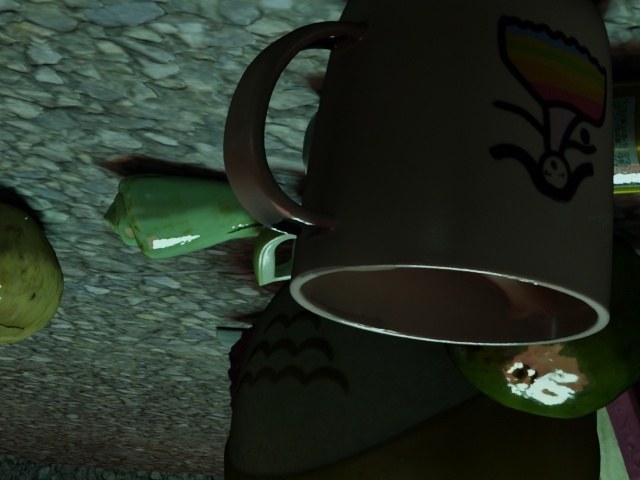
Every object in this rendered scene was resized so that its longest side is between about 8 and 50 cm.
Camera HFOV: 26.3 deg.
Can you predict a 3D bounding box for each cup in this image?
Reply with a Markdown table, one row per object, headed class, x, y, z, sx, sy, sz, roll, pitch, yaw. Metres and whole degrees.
| class | x | y | z | sx | sy | sz | roll | pitch | yaw |
| --- | --- | --- | --- | --- | --- | --- | --- | --- | --- |
| cup | 0.060 | -0.060 | 0.832 | 0.253 | 0.200 | 0.191 | 15 | 162 | -28 |

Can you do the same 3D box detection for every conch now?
| class | x | y | z | sx | sy | sz | roll | pitch | yaw |
| --- | --- | --- | --- | --- | --- | --- | --- | --- | --- |
| conch | -0.117 | -0.022 | 1.283 | 0.170 | 0.079 | 0.106 | 1 | 179 | -2 |

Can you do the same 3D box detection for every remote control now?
| class | x | y | z | sx | sy | sz | roll | pitch | yaw |
| --- | --- | --- | --- | --- | --- | --- | --- | --- | --- |
| remote control | -0.054 | 0.143 | 1.889 | 0.184 | 0.027 | 0.050 | 1 | 163 | 16 |

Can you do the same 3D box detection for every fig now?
| class | x | y | z | sx | sy | sz | roll | pitch | yaw |
| --- | --- | --- | --- | --- | --- | --- | --- | --- | --- |
| fig | 0.218 | 0.060 | 1.277 | 0.195 | 0.195 | 0.245 | 2 | -161 | 18 |

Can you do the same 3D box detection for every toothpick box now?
| class | x | y | z | sx | sy | sz | roll | pitch | yaw |
| --- | --- | --- | --- | --- | --- | --- | --- | --- | --- |
| toothpick box | 0.100 | 0.251 | 1.484 | 0.409 | 0.425 | 0.409 | 7 | 164 | 2 |

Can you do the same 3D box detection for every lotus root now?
| class | x | y | z | sx | sy | sz | roll | pitch | yaw |
| --- | --- | --- | --- | --- | --- | --- | --- | --- | --- |
| lotus root | -0.361 | 0.030 | 1.434 | 0.160 | 0.146 | 0.284 | -14 | 169 | 0 |

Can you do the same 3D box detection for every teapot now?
| class | x | y | z | sx | sy | sz | roll | pitch | yaw |
| --- | --- | --- | --- | --- | --- | --- | --- | --- | --- |
| teapot | 0.007 | 0.004 | 1.250 | 0.092 | 0.124 | 0.091 | 37 | 157 | 28 |

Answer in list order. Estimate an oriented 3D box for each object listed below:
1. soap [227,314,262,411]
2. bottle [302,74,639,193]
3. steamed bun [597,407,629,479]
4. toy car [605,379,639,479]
| class | x | y | z | sx | sy | sz | roll | pitch | yaw |
| --- | --- | --- | --- | --- | --- | --- | --- | --- | --- |
| soap | -0.020 | 0.213 | 1.772 | 0.162 | 0.250 | 0.099 | -17 | 157 | -46 |
| bottle | 0.126 | -0.069 | 0.988 | 0.286 | 0.082 | 0.082 | -2 | 161 | 28 |
| steamed bun | 0.405 | 0.305 | 1.909 | 0.272 | 0.273 | 0.290 | 20 | 153 | 8 |
| toy car | 0.461 | 0.151 | 1.289 | 0.340 | 0.271 | 0.240 | -3 | 155 | -29 |
